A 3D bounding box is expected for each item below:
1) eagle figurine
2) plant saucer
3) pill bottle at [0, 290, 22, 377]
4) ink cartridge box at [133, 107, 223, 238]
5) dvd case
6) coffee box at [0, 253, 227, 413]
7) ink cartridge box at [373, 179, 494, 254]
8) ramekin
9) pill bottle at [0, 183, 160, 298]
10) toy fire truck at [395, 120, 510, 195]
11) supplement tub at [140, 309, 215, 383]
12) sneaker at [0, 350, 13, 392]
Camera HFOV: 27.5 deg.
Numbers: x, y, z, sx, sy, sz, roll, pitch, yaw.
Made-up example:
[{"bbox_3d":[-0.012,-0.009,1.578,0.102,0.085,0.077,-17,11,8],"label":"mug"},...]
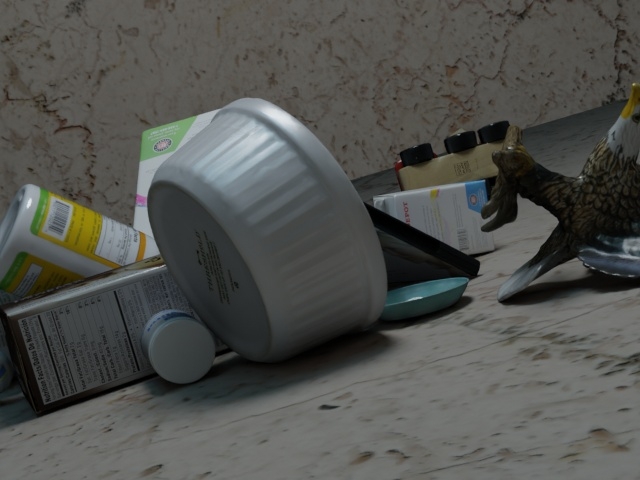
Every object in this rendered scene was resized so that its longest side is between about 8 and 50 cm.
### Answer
[{"bbox_3d":[0.315,-0.044,1.280,0.298,0.225,0.226,14,57,9],"label":"eagle figurine"},{"bbox_3d":[0.101,0.064,1.387,0.119,0.021,0.119,-14,4,1],"label":"plant saucer"},{"bbox_3d":[-0.421,0.104,1.748,0.283,0.160,0.160,-18,6,-25],"label":"pill bottle"},{"bbox_3d":[-0.179,-0.033,2.064,0.207,0.119,0.353,-14,51,18],"label":"ink cartridge box"},{"bbox_3d":[0.036,-0.006,1.512,0.253,0.022,0.180,26,-19,-32],"label":"dvd case"},{"bbox_3d":[-0.214,0.090,1.527,0.297,0.118,0.168,-18,6,-16],"label":"coffee box"},{"bbox_3d":[0.135,-0.022,1.672,0.143,0.092,0.090,-9,4,-15],"label":"ink cartridge box"},{"bbox_3d":[-0.065,0.002,1.336,0.127,0.272,0.273,-33,13,-25],"label":"ramekin"},{"bbox_3d":[-0.288,0.037,1.661,0.246,0.136,0.136,25,-10,-20],"label":"pill bottle"},{"bbox_3d":[0.238,-0.133,2.336,0.217,0.158,0.246,-17,-6,-2],"label":"toy fire truck"},{"bbox_3d":[-0.153,0.112,1.400,0.071,0.071,0.107,-18,6,-13],"label":"supplement tub"},{"bbox_3d":[-0.486,0.196,1.549,0.240,0.091,0.126,-15,25,11],"label":"sneaker"}]
